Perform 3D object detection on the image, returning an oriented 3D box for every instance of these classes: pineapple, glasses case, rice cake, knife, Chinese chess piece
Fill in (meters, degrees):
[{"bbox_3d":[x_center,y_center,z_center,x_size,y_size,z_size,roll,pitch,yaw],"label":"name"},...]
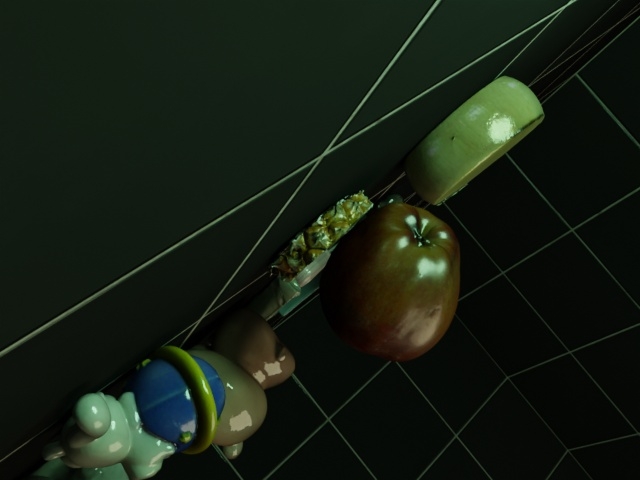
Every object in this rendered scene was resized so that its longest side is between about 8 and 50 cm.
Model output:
[{"bbox_3d":[0.000,0.000,1.076,0.221,0.047,0.221,-39,175,-4],"label":"pineapple"},{"bbox_3d":[-0.006,0.085,1.684,0.266,0.056,0.105,-38,177,-8],"label":"glasses case"},{"bbox_3d":[-0.136,0.152,1.376,0.256,0.057,0.052,-43,-169,30],"label":"rice cake"},{"bbox_3d":[0.012,0.037,1.502,0.081,0.043,0.336,-42,176,27],"label":"knife"},{"bbox_3d":[0.255,-0.167,1.152,0.251,0.097,0.251,-38,174,-5],"label":"Chinese chess piece"}]

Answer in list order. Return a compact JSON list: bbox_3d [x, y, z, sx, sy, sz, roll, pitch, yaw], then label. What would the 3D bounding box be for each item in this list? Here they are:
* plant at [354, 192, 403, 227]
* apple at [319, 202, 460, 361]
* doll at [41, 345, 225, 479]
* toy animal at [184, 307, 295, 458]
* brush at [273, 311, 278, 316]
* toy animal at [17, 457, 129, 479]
[{"bbox_3d":[0.127,0.035,1.489,0.146,0.149,0.275,-92,-166,-57],"label":"plant"},{"bbox_3d":[0.109,0.066,1.026,0.234,0.234,0.234,-39,175,-4],"label":"apple"},{"bbox_3d":[-0.265,0.277,0.988,0.242,0.160,0.311,-35,177,-47],"label":"doll"},{"bbox_3d":[-0.156,0.251,1.260,0.221,0.210,0.229,-32,-150,6],"label":"toy animal"},{"bbox_3d":[-0.067,0.144,1.773,0.193,0.032,0.043,-50,158,21],"label":"brush"},{"bbox_3d":[-0.460,0.499,1.216,0.265,0.272,0.206,-24,144,-19],"label":"toy animal"}]
